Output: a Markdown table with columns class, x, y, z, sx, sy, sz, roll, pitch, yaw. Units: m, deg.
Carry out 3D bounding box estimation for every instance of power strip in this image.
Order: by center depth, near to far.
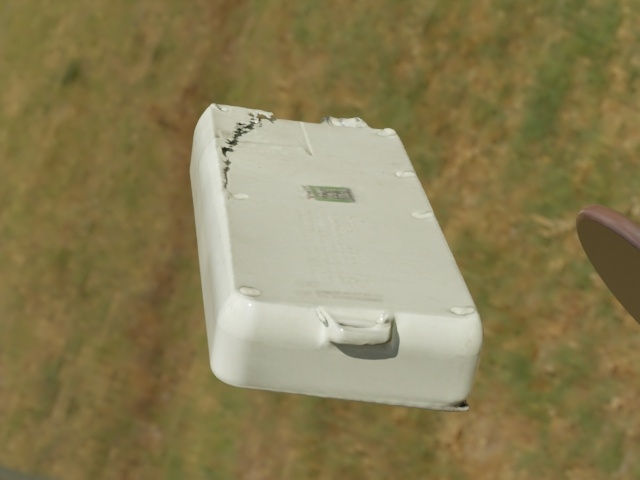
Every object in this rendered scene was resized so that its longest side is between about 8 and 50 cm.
| class | x | y | z | sx | sy | sz | roll | pitch | yaw |
| --- | --- | --- | --- | --- | --- | --- | --- | --- | --- |
| power strip | 0.000 | 0.000 | 0.656 | 0.192 | 0.081 | 0.035 | -106 | 23 | -66 |

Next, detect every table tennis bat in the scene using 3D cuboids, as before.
| class | x | y | z | sx | sy | sz | roll | pitch | yaw |
| --- | --- | --- | --- | --- | --- | --- | --- | --- | --- |
| table tennis bat | 0.138 | 0.063 | 0.934 | 0.119 | 0.107 | 0.170 | -41 | 22 | -8 |
